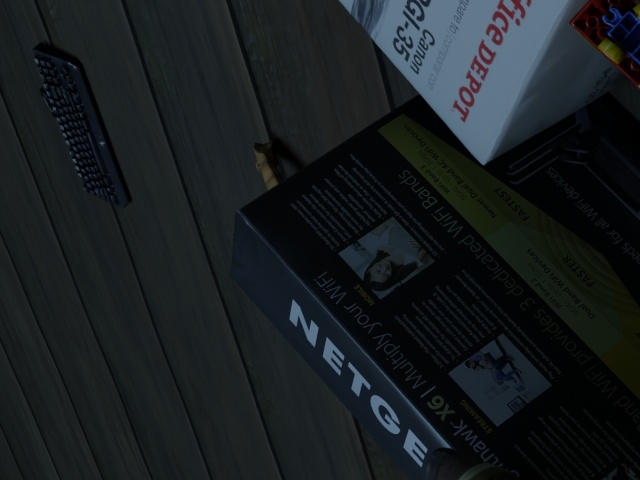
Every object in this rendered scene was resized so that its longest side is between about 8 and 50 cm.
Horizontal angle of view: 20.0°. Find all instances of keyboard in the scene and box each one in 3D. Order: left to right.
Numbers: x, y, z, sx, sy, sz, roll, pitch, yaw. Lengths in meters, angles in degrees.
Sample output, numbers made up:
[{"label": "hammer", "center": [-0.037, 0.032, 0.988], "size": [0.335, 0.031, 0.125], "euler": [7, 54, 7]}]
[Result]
[{"label": "keyboard", "center": [-0.258, -0.121, 1.898], "size": [0.108, 0.023, 0.180], "euler": [29, 143, 48]}]

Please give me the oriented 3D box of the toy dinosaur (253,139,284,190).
[{"label": "toy dinosaur", "center": [0.000, 0.000, 1.501], "size": [0.211, 0.064, 0.112], "euler": [41, 151, 32]}]

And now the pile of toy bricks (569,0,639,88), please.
[{"label": "pile of toy bricks", "center": [0.230, -0.073, 0.944], "size": [0.212, 0.118, 0.105], "euler": [43, -174, -7]}]

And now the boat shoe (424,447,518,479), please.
[{"label": "boat shoe", "center": [0.082, 0.172, 0.970], "size": [0.049, 0.056, 0.152], "euler": [39, 141, 45]}]

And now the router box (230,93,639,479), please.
[{"label": "router box", "center": [0.134, 0.046, 1.074], "size": [0.309, 0.243, 0.081], "euler": [48, 155, 21]}]

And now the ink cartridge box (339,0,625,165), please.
[{"label": "ink cartridge box", "center": [0.070, -0.215, 1.024], "size": [0.283, 0.117, 0.207], "euler": [50, 156, 15]}]
